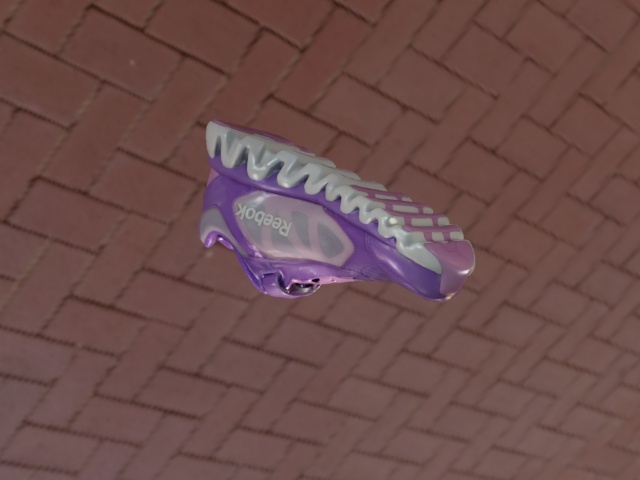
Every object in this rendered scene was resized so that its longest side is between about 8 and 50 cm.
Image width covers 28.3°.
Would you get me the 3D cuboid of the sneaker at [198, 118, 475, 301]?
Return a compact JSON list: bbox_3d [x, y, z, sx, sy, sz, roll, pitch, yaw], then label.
[{"bbox_3d":[0.000,0.000,0.883,0.095,0.236,0.104,11,103,-53],"label":"sneaker"}]
